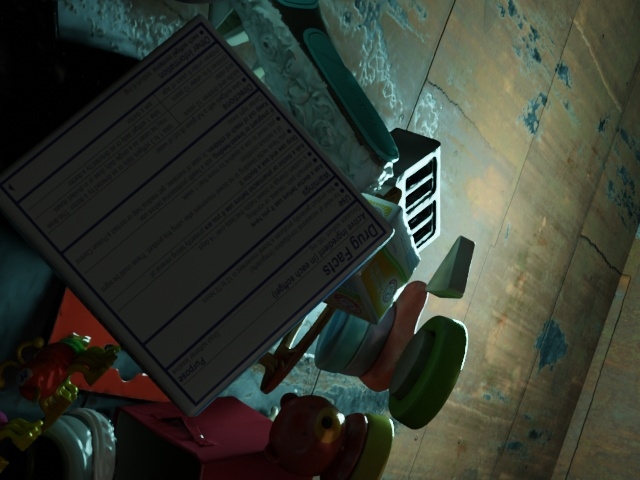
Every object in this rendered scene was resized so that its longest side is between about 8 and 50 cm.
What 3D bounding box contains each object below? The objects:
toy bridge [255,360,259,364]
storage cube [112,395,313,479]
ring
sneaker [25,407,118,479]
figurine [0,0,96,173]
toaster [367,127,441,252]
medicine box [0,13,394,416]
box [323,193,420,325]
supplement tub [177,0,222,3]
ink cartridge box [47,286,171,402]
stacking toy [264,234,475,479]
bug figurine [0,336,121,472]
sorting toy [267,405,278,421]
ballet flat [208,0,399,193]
[{"bbox_3d":[-0.092,0.085,1.441,0.063,0.026,0.188,-4,109,-56],"label":"toy bridge"},{"bbox_3d":[-0.142,0.316,1.289,0.193,0.184,0.214,3,101,-45],"label":"storage cube"},{"bbox_3d":[0.006,0.061,1.407,0.336,0.032,0.336,-56,-177,5],"label":"ring"},{"bbox_3d":[-0.279,0.322,1.129,0.108,0.100,0.271,14,62,-63],"label":"sneaker"},{"bbox_3d":[-0.307,-0.151,0.946,0.215,0.092,0.209,-51,146,-29],"label":"figurine"},{"bbox_3d":[0.108,-0.066,1.597,0.186,0.110,0.168,-35,132,-44],"label":"toaster"},{"bbox_3d":[-0.127,-0.018,1.015,0.263,0.289,0.149,-42,-178,-13],"label":"medicine box"},{"bbox_3d":[0.000,0.000,1.213,0.103,0.203,0.114,-55,145,-22],"label":"box"},{"bbox_3d":[-0.139,-0.398,0.942,0.228,0.228,0.316,-58,145,-22],"label":"supplement tub"},{"bbox_3d":[-0.153,0.018,1.255,0.308,0.091,0.384,26,81,-58],"label":"ink cartridge box"},{"bbox_3d":[0.053,0.129,1.227,0.279,0.130,0.308,-55,-167,42],"label":"stacking toy"},{"bbox_3d":[-0.309,0.177,1.002,0.279,0.072,0.216,-44,-176,9],"label":"bug figurine"},{"bbox_3d":[-0.113,0.378,1.547,0.208,0.038,0.193,-47,140,-42],"label":"sorting toy"},{"bbox_3d":[-0.054,-0.222,1.158,0.147,0.147,0.408,-9,71,-55],"label":"ballet flat"}]
